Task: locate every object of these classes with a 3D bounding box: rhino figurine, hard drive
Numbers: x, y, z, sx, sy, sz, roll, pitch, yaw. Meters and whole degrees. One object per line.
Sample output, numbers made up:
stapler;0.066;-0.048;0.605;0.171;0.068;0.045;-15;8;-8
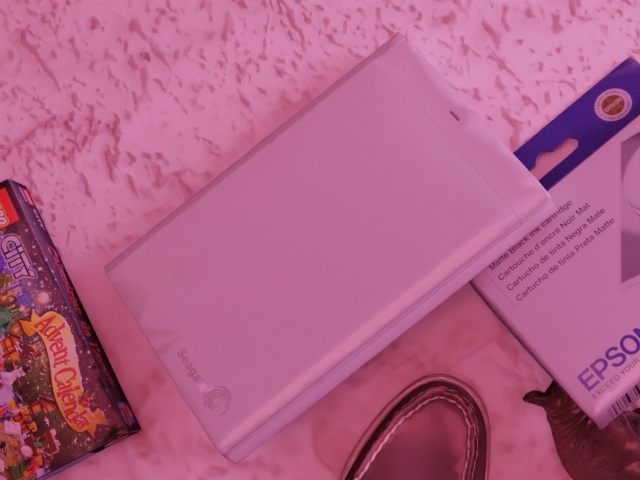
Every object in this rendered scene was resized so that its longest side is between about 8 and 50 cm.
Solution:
rhino figurine;0.239;0.154;0.994;0.243;0.073;0.106;45;99;13
hard drive;0.000;0.000;1.029;0.307;0.040;0.203;-38;58;1

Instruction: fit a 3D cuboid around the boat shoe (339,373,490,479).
boat shoe;0.037;0.252;0.997;0.117;0.097;0.324;27;88;10

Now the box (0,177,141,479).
box;-0.270;0.088;1.084;0.159;0.044;0.233;-28;81;4

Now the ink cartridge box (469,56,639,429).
ink cartridge box;0.220;-0.012;0.994;0.223;0.045;0.224;-40;60;2
